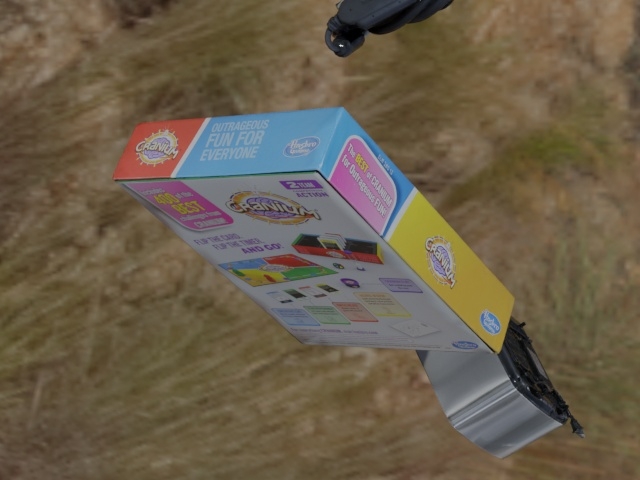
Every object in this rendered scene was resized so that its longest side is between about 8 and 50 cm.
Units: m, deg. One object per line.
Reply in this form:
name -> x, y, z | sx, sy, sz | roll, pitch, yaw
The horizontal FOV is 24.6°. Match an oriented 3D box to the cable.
cable -> 0.092, -0.188, 1.068 | 0.047, 0.184, 0.150 | 62, 22, 0

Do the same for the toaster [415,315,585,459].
toaster -> 0.214, 0.169, 1.806 | 0.168, 0.110, 0.186 | 35, 25, -51

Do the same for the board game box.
board game box -> 0.000, 0.000, 1.348 | 0.316, 0.242, 0.064 | 45, 56, -42
